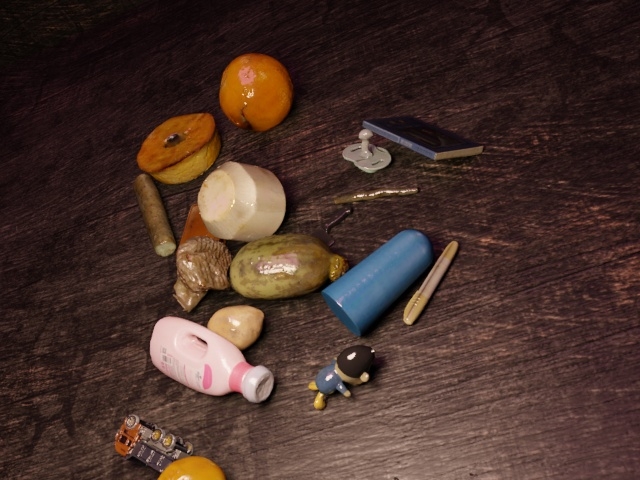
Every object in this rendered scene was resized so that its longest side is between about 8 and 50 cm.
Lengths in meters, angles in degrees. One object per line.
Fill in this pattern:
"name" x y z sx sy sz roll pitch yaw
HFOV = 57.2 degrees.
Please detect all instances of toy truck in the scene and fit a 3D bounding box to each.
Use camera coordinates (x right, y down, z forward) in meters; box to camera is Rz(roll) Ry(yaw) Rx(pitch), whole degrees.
"toy truck" -0.373 0.466 1.314 0.192 0.083 0.092 13 66 33

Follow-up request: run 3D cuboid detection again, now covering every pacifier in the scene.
"pacifier" 0.134 -0.254 1.619 0.126 0.117 0.150 -18 38 -22

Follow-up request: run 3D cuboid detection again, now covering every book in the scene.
"book" 0.267 -0.276 1.552 0.190 0.025 0.269 -12 34 -37

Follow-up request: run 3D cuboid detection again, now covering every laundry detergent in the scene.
"laundry detergent" -0.257 0.286 1.372 0.335 0.159 0.087 13 17 32

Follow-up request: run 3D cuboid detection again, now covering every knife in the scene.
"knife" 0.000 0.000 1.549 0.245 0.019 0.072 -41 51 -5

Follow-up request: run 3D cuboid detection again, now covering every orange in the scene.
"orange" -0.265 0.515 1.183 0.158 0.136 0.159 -14 46 15
"orange" -0.206 -0.471 1.874 0.246 0.246 0.246 -14 49 17

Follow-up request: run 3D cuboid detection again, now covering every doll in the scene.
"doll" 0.052 0.284 1.251 0.179 0.088 0.102 -44 42 22

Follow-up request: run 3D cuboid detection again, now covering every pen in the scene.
"pen" 0.251 0.094 1.334 0.040 0.032 0.233 0 48 56

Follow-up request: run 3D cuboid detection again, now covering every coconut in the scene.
"coconut" -0.209 -0.101 1.608 0.241 0.241 0.241 -14 49 17

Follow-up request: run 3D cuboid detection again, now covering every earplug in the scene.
"earplug" 0.146 0.079 1.337 0.273 0.132 0.132 -40 47 -12

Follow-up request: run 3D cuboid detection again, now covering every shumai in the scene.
"shumai" -0.325 0.091 1.541 0.175 0.206 0.166 -36 77 20

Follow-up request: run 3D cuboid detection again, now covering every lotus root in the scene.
"lotus root" -0.082 0.063 1.452 0.309 0.173 0.173 -8 50 11

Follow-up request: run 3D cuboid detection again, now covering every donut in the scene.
"donut" -0.462 -0.305 1.968 0.302 0.110 0.303 -16 46 17

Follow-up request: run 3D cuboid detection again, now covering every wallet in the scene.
"wallet" -0.336 -0.035 1.733 0.160 0.042 0.196 -12 52 25

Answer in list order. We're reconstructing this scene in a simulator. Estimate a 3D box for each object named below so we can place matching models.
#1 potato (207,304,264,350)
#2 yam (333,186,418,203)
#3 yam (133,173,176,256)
"potato" -0.204 0.213 1.420 0.146 0.112 0.112 -17 48 26
"yam" 0.148 -0.123 1.566 0.234 0.029 0.027 -6 79 21
"yam" -0.526 -0.091 1.850 0.083 0.083 0.372 -34 47 -1
